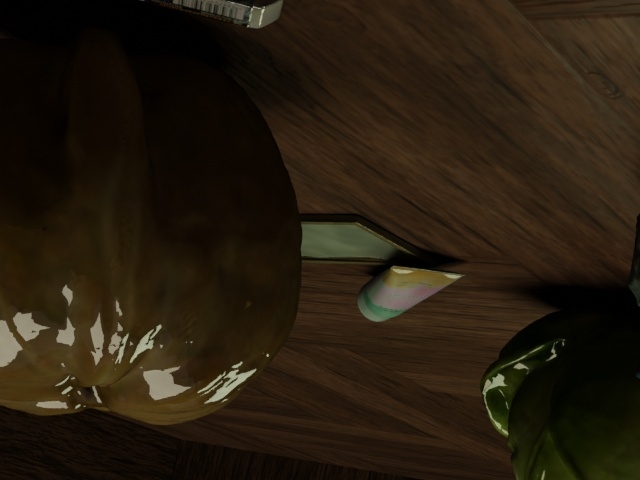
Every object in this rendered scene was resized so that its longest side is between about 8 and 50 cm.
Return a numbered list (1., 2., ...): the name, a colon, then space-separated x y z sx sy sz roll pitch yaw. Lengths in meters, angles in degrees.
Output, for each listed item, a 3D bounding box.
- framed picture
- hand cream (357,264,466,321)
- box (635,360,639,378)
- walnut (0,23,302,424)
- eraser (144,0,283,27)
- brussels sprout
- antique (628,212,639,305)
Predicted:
1. framed picture: 0.000 0.000 1.458 0.201 0.010 0.136 1 163 41
2. hand cream: 0.083 0.047 1.494 0.076 0.047 0.174 6 166 -15
3. box: 0.268 0.079 1.037 0.054 0.074 0.099 28 166 0
4. walnut: -0.160 -0.013 1.009 0.296 0.285 0.285 0 168 -8
5. eraser: -0.073 -0.151 0.894 0.099 0.019 0.027 14 153 -2
6. brussels sprout: 0.301 0.192 1.430 0.294 0.259 0.227 5 133 7
7. antique: 0.321 0.017 1.062 0.183 0.086 0.088 13 166 4
